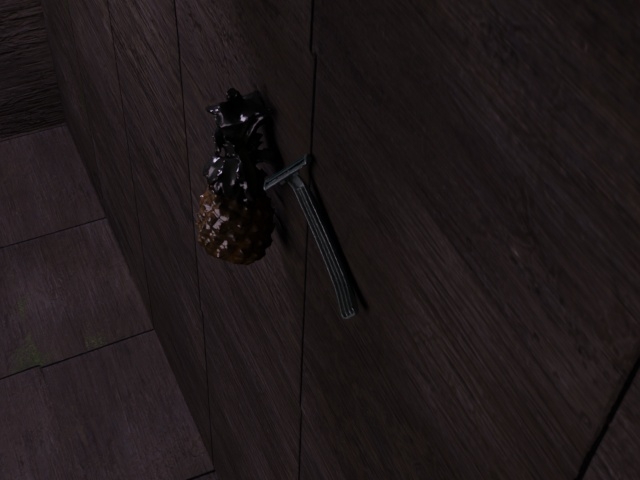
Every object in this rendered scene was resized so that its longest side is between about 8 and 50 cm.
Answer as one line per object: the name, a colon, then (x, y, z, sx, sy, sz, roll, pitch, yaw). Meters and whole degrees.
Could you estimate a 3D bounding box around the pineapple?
pineapple: (-0.107, -0.086, 1.246, 0.119, 0.111, 0.237, 26, 130, 22)

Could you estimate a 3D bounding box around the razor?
razor: (0.002, -0.001, 1.104, 0.068, 0.037, 0.191, -31, 78, 29)
